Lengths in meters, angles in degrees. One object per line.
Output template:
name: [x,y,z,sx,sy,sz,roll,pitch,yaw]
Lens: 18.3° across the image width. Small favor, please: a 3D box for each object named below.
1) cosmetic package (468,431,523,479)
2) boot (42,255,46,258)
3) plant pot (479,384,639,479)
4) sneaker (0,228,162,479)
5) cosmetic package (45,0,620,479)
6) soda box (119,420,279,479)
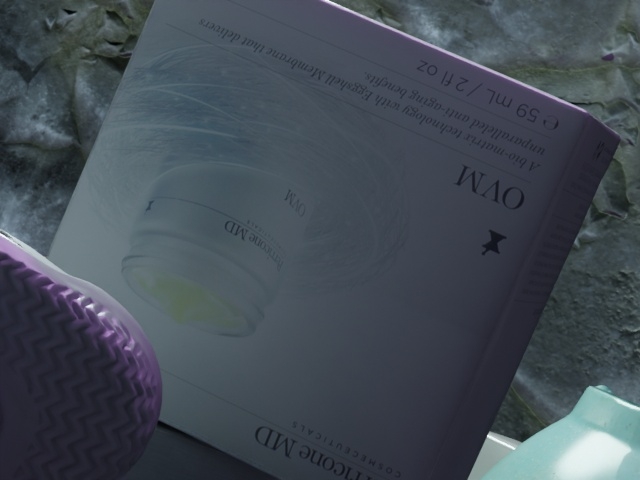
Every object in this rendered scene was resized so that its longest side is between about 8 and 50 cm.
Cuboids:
cosmetic package: [0.210,0.250,1.557,0.238,0.127,0.107,25,1,32]
boot: [-0.280,0.048,1.166,0.295,0.104,0.211,14,9,38]
plant pot: [0.222,0.216,1.325,0.293,0.196,0.293,23,0,0]
sneaker: [-0.218,0.002,0.935,0.366,0.137,0.210,18,17,13]
cosmetic package: [0.000,0.000,1.011,0.224,0.225,0.138,24,5,15]
soda box: [-0.050,0.154,1.042,0.286,0.098,0.091,22,0,-24]
